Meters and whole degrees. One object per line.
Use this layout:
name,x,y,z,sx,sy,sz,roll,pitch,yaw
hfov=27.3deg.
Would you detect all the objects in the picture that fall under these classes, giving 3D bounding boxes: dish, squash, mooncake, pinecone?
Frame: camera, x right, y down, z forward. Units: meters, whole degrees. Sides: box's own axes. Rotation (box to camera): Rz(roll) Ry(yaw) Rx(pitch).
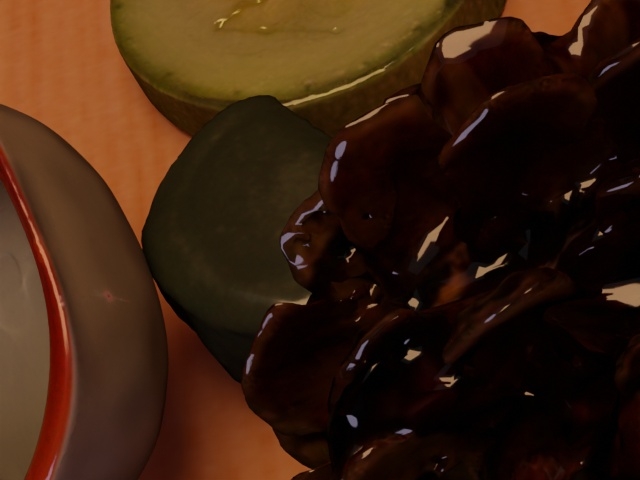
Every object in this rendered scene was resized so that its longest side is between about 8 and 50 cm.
dish,-0.171,0.057,0.650,0.256,0.117,0.256,-3,84,35
squash,-0.010,-0.166,0.826,0.252,0.049,0.252,-9,54,12
mooncake,0.000,0.000,0.675,0.168,0.104,0.175,-29,50,1
pinecone,0.123,0.058,0.501,0.298,0.242,0.296,-5,54,-11
